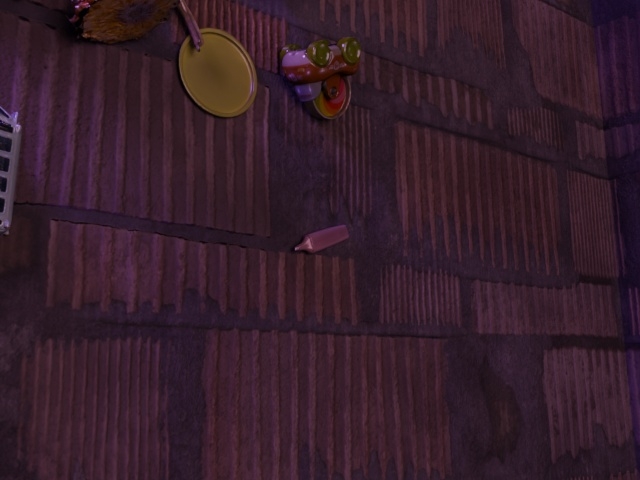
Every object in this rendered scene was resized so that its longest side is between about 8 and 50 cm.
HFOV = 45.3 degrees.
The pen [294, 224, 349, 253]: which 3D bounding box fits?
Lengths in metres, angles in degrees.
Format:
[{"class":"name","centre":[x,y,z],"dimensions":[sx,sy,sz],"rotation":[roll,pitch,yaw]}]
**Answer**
[{"class":"pen","centre":[0.000,0.000,2.061],"dimensions":[0.197,0.032,0.053],"rotation":[-18,93,-43]}]

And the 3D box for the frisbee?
[{"class":"frisbee","centre":[-0.260,-0.425,1.945],"dimensions":[0.235,0.017,0.236],"rotation":[9,75,-38]}]

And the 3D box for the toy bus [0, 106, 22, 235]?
[{"class":"toy bus","centre":[-0.667,-0.141,1.468],"dimensions":[0.164,0.133,0.276],"rotation":[12,74,-37]}]

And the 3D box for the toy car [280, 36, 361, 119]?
[{"class":"toy car","centre":[0.007,-0.440,2.108],"dimensions":[0.235,0.145,0.235],"rotation":[-9,103,-42]}]

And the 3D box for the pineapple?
[{"class":"pineapple","centre":[-0.479,-0.611,1.692],"dimensions":[0.262,0.262,0.272],"rotation":[-21,81,-41]}]

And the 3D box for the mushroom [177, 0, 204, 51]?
[{"class":"mushroom","centre":[-0.329,-0.553,1.878],"dimensions":[0.060,0.061,0.187],"rotation":[-35,97,-51]}]
